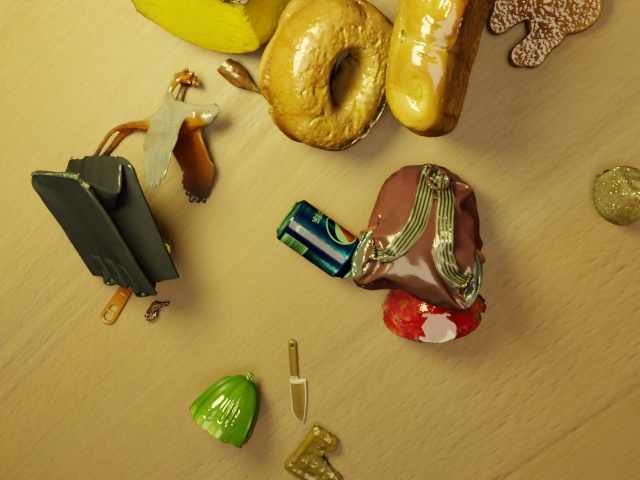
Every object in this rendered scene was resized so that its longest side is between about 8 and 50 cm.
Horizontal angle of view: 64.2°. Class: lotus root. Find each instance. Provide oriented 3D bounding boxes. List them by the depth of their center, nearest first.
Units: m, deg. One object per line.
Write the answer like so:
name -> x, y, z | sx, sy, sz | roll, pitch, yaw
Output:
lotus root -> -0.227, 0.421, 1.349 | 0.186, 0.186, 0.186 | 1, 106, 4

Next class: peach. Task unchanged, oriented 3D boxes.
peach -> -0.181, -0.560, 1.023 | 0.380, 0.242, 0.306 | 11, 84, 11

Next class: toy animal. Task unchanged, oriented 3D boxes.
toy animal -> -0.379, -0.261, 1.202 | 0.284, 0.225, 0.302 | 24, 94, 18

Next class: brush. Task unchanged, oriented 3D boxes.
brush -> -0.498, 0.105, 1.346 | 0.090, 0.017, 0.314 | 36, 106, -3

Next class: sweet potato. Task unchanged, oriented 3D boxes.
sweet potato -> -0.180, -0.372, 1.172 | 0.117, 0.049, 0.049 | 34, 105, -12

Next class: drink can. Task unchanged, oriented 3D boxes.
drink can -> 0.000, 0.000, 1.227 | 0.205, 0.118, 0.118 | 36, 105, -7

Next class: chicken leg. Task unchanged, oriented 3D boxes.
chicken leg -> -0.441, 0.183, 1.360 | 0.036, 0.021, 0.083 | 45, 100, 2

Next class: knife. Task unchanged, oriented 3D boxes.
knife -> -0.062, 0.388, 1.390 | 0.046, 0.022, 0.256 | -3, 106, 1

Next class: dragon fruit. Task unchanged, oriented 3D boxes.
dragon fruit -> 0.286, 0.161, 1.247 | 0.262, 0.189, 0.163 | -6, 136, 2

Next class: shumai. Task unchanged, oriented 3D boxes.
shumai -> 0.704, -0.101, 1.155 | 0.116, 0.145, 0.145 | -8, 106, -18

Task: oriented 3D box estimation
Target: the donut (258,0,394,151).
donut -> 0.025, -0.349, 1.065 | 0.299, 0.150, 0.317 | -29, 130, -17

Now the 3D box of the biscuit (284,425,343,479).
biscuit -> 0.008, 0.621, 1.441 | 0.174, 0.039, 0.183 | 29, 107, -3

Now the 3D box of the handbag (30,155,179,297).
handbag -> -0.485, -0.032, 1.172 | 0.303, 0.122, 0.329 | 8, 127, 41

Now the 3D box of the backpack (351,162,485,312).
backpack -> 0.234, -0.020, 1.139 | 0.283, 0.197, 0.317 | 15, 78, 4

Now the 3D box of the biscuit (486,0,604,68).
biscuit -> 0.506, -0.512, 1.084 | 0.295, 0.044, 0.186 | -34, 104, 14

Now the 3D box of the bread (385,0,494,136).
bread -> 0.223, -0.371, 1.003 | 0.148, 0.337, 0.328 | 19, 110, 18
